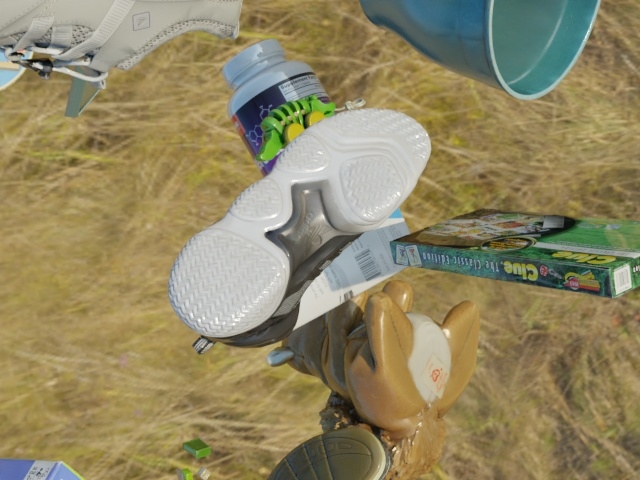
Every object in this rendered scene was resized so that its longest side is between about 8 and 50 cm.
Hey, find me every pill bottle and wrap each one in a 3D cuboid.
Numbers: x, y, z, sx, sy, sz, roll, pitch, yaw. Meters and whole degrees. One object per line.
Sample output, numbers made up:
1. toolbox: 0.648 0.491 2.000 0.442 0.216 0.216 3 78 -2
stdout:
1. pill bottle: -0.051 -0.201 1.699 0.181 0.181 0.323 -34 84 38

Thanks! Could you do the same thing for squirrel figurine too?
1. squirrel figurine: 0.069 0.262 1.722 0.370 0.281 0.396 1 92 46

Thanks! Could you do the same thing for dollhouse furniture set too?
1. dollhouse furniture set: -0.241 0.475 1.823 0.059 0.076 0.151 11 110 56

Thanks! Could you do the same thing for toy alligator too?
1. toy alligator: -0.019 -0.159 1.162 0.056 0.190 0.051 -2 117 52

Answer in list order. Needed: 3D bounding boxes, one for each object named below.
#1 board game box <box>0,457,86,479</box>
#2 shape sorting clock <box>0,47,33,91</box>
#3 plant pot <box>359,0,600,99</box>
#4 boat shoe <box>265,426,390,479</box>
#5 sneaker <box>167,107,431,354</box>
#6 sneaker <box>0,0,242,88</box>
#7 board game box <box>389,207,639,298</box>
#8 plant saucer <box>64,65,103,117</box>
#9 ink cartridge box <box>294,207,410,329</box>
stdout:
1. board game box: -0.262 0.276 0.768 0.347 0.078 0.233 -9 131 38
2. shape sorting clock: -0.536 -0.301 1.383 0.206 0.206 0.040 62 155 15
3. plant pot: 0.197 -0.346 1.223 0.255 0.272 0.271 23 111 38
4. boat shoe: -0.015 0.258 0.889 0.223 0.073 0.080 -41 49 17
5. sneaker: -0.019 -0.003 0.805 0.101 0.268 0.153 45 160 13
6. sneaker: -0.167 -0.139 0.581 0.105 0.281 0.115 -129 27 -48
7. board game box: 0.199 0.005 0.848 0.260 0.136 0.030 9 110 54
8. plant saucer: -0.274 -0.202 1.106 0.018 0.067 0.192 37 157 -9
9. ink cartridge box: 0.000 0.000 1.064 0.139 0.191 0.082 62 180 -31
